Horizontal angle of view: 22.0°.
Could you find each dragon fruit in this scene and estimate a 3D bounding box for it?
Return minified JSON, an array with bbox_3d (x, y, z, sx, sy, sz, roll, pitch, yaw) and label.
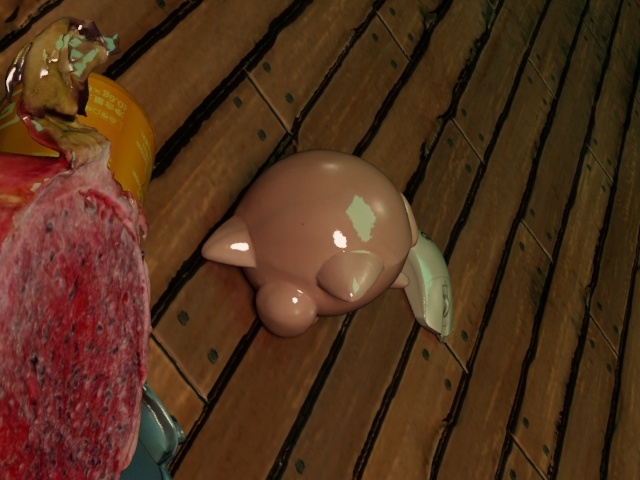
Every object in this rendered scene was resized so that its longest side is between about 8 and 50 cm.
[{"bbox_3d":[-0.164,0.046,0.673,0.211,0.147,0.282,-10,106,-74],"label":"dragon fruit"}]

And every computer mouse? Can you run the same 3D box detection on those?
[{"bbox_3d":[0.088,0.030,1.336,0.056,0.032,0.110,10,54,-57],"label":"computer mouse"}]

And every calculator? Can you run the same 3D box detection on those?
[{"bbox_3d":[-0.112,0.115,0.892,0.094,0.019,0.141,57,24,-6],"label":"calculator"}]

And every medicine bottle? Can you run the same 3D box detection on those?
[{"bbox_3d":[-0.146,-0.003,0.867,0.096,0.096,0.192,46,28,-26],"label":"medicine bottle"}]

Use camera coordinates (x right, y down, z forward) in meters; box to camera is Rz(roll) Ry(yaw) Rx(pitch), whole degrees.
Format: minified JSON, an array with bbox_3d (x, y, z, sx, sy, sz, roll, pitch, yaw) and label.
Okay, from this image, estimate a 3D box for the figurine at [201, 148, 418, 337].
[{"bbox_3d":[0.000,0.000,1.113,0.125,0.125,0.138,56,35,-7],"label":"figurine"}]
